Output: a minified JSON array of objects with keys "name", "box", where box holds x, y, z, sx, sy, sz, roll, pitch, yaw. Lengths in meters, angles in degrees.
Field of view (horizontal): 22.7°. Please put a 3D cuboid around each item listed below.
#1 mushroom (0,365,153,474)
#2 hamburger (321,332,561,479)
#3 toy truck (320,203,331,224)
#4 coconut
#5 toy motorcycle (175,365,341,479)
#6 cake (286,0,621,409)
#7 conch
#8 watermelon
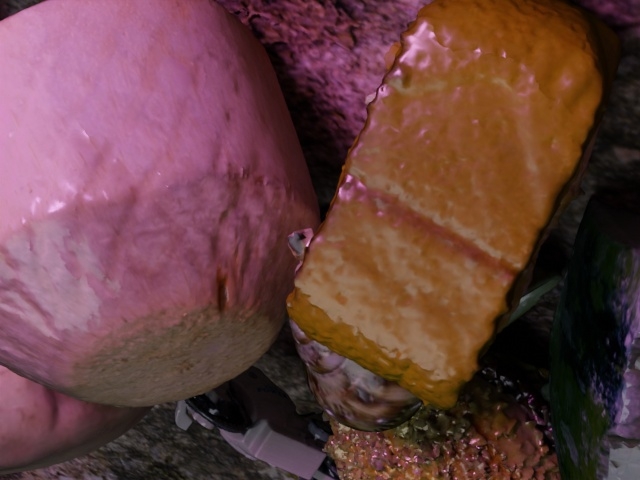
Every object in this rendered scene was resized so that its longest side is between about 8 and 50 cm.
[{"name":"mushroom","box":[-0.287,0.057,1.396,0.356,0.315,0.315,53,154,29]},{"name":"hamburger","box":[0.117,0.175,1.294,0.262,0.138,0.243,18,141,28]},{"name":"toy truck","box":[0.000,0.000,1.286,0.044,0.039,0.083,36,151,-28]},{"name":"coconut","box":[-0.149,-0.047,1.153,0.329,0.329,0.328,24,144,19]},{"name":"toy motorcycle","box":[-0.042,0.158,1.420,0.221,0.102,0.150,28,-170,-29]},{"name":"cake","box":[0.087,-0.038,1.003,0.156,0.179,0.260,28,105,4]},{"name":"conch","box":[0.062,0.051,1.155,0.187,0.181,0.124,-36,92,36]},{"name":"watermelon","box":[0.264,0.121,1.042,0.302,0.151,0.264,12,115,25]}]
